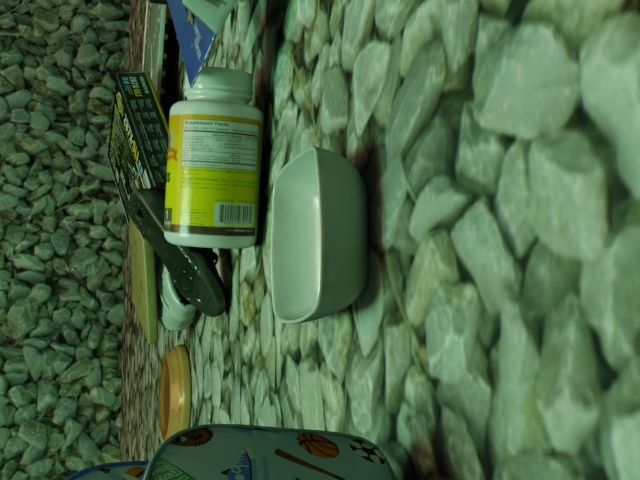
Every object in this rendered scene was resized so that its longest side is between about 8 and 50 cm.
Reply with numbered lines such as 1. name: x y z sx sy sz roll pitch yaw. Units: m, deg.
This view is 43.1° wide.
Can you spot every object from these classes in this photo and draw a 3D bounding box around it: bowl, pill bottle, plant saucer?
1. bowl: 0.000 0.000 0.691 0.142 0.053 0.142 154 118 -70
2. pill bottle: -0.131 -0.100 1.001 0.117 0.117 0.215 -170 83 -72
3. plant saucer: -0.276 0.296 1.522 0.200 0.037 0.200 -177 90 -72

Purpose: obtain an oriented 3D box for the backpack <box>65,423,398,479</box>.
1. backpack: -0.058 0.244 0.494 0.276 0.263 0.213 -119 36 -60

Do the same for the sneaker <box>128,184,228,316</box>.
1. sneaker: -0.177 0.003 1.209 0.227 0.130 0.087 53 140 21

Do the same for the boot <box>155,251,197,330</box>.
1. boot: -0.251 0.021 1.425 0.123 0.095 0.258 -46 52 55

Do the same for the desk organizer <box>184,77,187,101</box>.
1. desk organizer: -0.193 -0.228 1.328 0.130 0.047 0.050 -124 38 -62

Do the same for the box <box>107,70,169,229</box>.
1. box: -0.368 -0.150 1.702 0.322 0.079 0.257 65 149 30

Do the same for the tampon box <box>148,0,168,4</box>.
1. tampon box: -0.199 -0.453 1.257 0.161 0.120 0.101 126 142 -59

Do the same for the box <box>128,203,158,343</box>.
1. box: -0.315 0.056 1.434 0.164 0.021 0.201 -134 42 -58

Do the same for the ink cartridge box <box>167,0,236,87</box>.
1. ink cartridge box: -0.126 -0.384 0.966 0.307 0.072 0.304 -53 33 23

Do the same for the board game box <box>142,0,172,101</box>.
1. board game box: -0.389 -0.401 1.946 0.390 0.050 0.390 -146 60 -70
